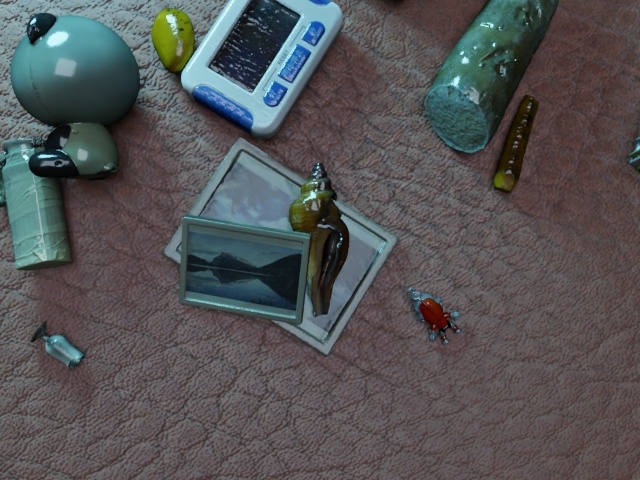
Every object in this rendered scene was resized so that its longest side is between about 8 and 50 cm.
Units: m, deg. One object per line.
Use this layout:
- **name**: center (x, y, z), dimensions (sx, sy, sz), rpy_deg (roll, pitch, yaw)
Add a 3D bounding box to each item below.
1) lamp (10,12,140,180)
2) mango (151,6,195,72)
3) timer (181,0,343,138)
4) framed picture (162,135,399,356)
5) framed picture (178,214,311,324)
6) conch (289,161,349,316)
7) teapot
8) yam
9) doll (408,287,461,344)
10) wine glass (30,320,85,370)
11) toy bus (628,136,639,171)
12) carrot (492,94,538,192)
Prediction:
- **lamp**: center (-0.367, -0.215, 1.134), dimensions (0.197, 0.198, 0.244), rpy_deg (-1, 91, -4)
- **mango**: center (-0.238, -0.323, 1.208), dimensions (0.079, 0.057, 0.114), rpy_deg (-22, 66, 36)
- **timer**: center (-0.092, -0.305, 1.217), dimensions (0.178, 0.078, 0.253), rpy_deg (32, 83, 1)
- **framed picture**: center (-0.061, 0.008, 1.211), dimensions (0.315, 0.024, 0.232), rpy_deg (32, 83, 0)
- **framed picture**: center (-0.120, 0.046, 1.160), dimensions (0.203, 0.015, 0.150), rpy_deg (10, 110, 7)
- **conch**: center (0.004, -0.004, 1.171), dimensions (0.086, 0.080, 0.233), rpy_deg (-10, 106, 29)
- **teapot**: center (-0.459, -0.055, 1.170), dimensions (0.107, 0.077, 0.200), rpy_deg (-11, 84, 15)
- **yam**: center (0.290, -0.312, 1.218), dimensions (0.133, 0.133, 0.330), rpy_deg (32, 82, 0)
- **doll**: center (0.181, 0.115, 1.208), dimensions (0.057, 0.039, 0.114), rpy_deg (-37, 102, 25)
- **wine glass**: center (-0.406, 0.165, 1.162), dimensions (0.083, 0.039, 0.042), rpy_deg (36, 92, 2)
- **toy bus**: center (0.618, -0.245, 1.244), dimensions (0.139, 0.113, 0.302), rpy_deg (25, 84, 3)
- **carrot**: center (0.329, -0.162, 1.249), dimensions (0.042, 0.042, 0.171), rpy_deg (21, 81, -1)
